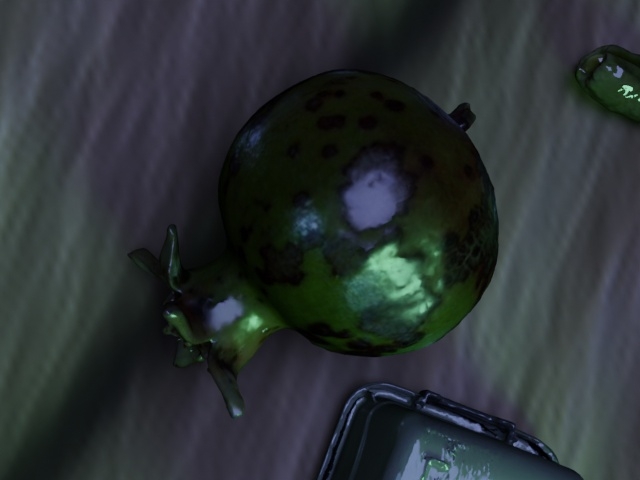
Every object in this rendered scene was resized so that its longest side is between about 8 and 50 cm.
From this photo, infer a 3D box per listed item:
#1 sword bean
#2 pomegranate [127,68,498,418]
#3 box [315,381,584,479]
[{"bbox_3d":[0.259,-0.034,0.618,0.269,0.038,0.043,29,54,-5],"label":"sword bean"},{"bbox_3d":[-0.001,-0.006,0.516,0.169,0.148,0.148,-22,87,-14],"label":"pomegranate"},{"bbox_3d":[0.052,0.160,0.525,0.124,0.093,0.172,20,80,-7],"label":"box"}]
